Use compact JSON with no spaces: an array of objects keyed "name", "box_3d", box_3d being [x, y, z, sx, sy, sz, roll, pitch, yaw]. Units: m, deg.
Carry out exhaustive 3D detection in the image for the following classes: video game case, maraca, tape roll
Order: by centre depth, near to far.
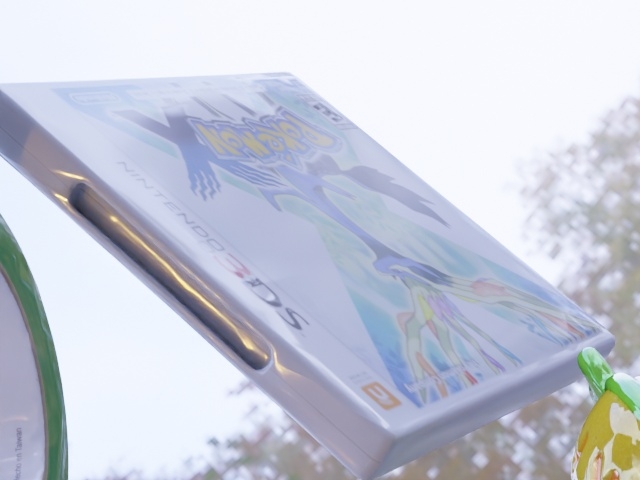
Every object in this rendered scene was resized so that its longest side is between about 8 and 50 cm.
[{"name":"maraca","box_3d":[0.158,0.110,0.780,0.099,0.185,0.127,-27,-75,-1]},{"name":"video game case","box_3d":[0.000,0.000,1.045,0.036,0.300,0.329,-57,-20,21]},{"name":"tape roll","box_3d":[-0.270,0.113,1.236,0.077,0.321,0.321,-10,-43,11]}]
